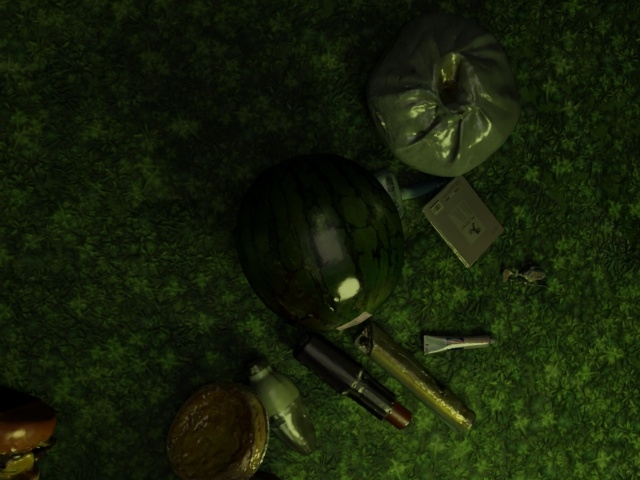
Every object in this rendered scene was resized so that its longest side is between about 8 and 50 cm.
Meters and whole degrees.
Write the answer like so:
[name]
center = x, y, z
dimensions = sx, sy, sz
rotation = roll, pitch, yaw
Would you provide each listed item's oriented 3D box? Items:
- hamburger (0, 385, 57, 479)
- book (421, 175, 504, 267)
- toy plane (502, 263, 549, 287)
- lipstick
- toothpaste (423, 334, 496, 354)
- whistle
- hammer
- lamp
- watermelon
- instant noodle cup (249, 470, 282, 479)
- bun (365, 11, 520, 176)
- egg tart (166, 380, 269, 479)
[hamburger]
center = -0.647, 0.394, 1.531
dimensions = 0.291, 0.291, 0.225
rotation = 12, 90, -11
[book]
center = 0.321, -0.045, 1.837
dimensions = 0.127, 0.014, 0.181
rotation = -44, 108, -10
[toy plane]
center = 0.472, 0.078, 1.876
dimensions = 0.121, 0.031, 0.049
rotation = 9, 97, -14
[lipstick]
center = 0.074, 0.305, 1.768
dimensions = 0.300, 0.081, 0.081
rotation = 37, 83, -8
[toothpaste]
center = 0.313, 0.231, 1.843
dimensions = 0.170, 0.028, 0.045
rotation = -2, 97, -10
[whistle]
center = 0.208, 0.304, 1.806
dimensions = 0.326, 0.057, 0.068
rotation = 41, 82, -8
[hammer]
center = 0.198, -0.110, 1.807
dimensions = 0.194, 0.069, 0.116
rotation = -15, 92, -19
[lamp]
center = -0.083, 0.352, 1.727
dimensions = 0.101, 0.101, 0.250
rotation = -31, 100, -10
[watermelon]
center = 0.000, 0.000, 1.627
dimensions = 0.363, 0.363, 0.363
rotation = 0, 90, -12
[instant noodle cup]
center = -0.122, 0.593, 1.650
dimensions = 0.243, 0.231, 0.242
rotation = 0, 90, -11
[bun]
center = 0.275, -0.311, 1.752
dimensions = 0.355, 0.194, 0.354
rotation = 0, 91, -10
[egg tart]
center = -0.202, 0.405, 1.678
dimensions = 0.234, 0.094, 0.234
rotation = -10, 64, 22
